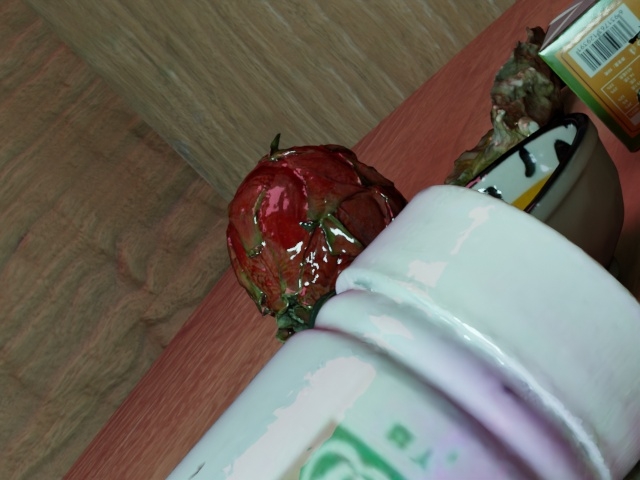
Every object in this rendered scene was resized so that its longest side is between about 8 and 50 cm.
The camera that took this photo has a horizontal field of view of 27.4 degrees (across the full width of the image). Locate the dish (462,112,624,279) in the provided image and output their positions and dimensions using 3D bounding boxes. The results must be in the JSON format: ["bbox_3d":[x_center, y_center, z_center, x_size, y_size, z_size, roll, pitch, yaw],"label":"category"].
[{"bbox_3d":[0.154,0.030,1.095,0.303,0.120,0.303,-45,7,7],"label":"dish"}]

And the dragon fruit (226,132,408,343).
[{"bbox_3d":[0.000,0.000,1.659,0.244,0.244,0.299,-42,29,27],"label":"dragon fruit"}]

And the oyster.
[{"bbox_3d":[0.246,-0.140,1.706,0.204,0.111,0.396,-62,-1,30],"label":"oyster"}]

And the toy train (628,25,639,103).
[{"bbox_3d":[0.385,-0.220,1.088,0.307,0.126,0.189,-44,-3,-3],"label":"toy train"}]

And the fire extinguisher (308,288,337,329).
[{"bbox_3d":[0.070,0.087,1.399,0.294,0.093,0.118,160,128,-72],"label":"fire extinguisher"}]

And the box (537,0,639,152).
[{"bbox_3d":[0.338,-0.212,1.297,0.195,0.148,0.177,-43,3,21],"label":"box"}]

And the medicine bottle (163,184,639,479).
[{"bbox_3d":[0.034,0.152,0.753,0.325,0.212,0.212,-48,8,-18],"label":"medicine bottle"}]
